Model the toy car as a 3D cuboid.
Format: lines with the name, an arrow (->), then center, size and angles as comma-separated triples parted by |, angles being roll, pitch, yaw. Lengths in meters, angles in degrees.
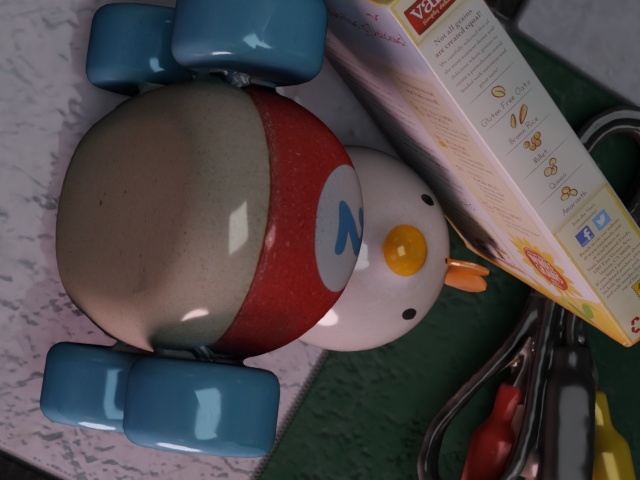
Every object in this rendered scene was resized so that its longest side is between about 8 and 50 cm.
toy car -> 0.000, 0.000, 0.839 | 0.238, 0.210, 0.219 | 9, 86, -30

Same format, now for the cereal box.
cereal box -> 0.072, -0.063, 0.826 | 0.047, 0.173, 0.240 | -42, 121, -6

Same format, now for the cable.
cable -> 0.134, 0.060, 0.967 | 0.139, 0.072, 0.287 | 6, 86, 0
